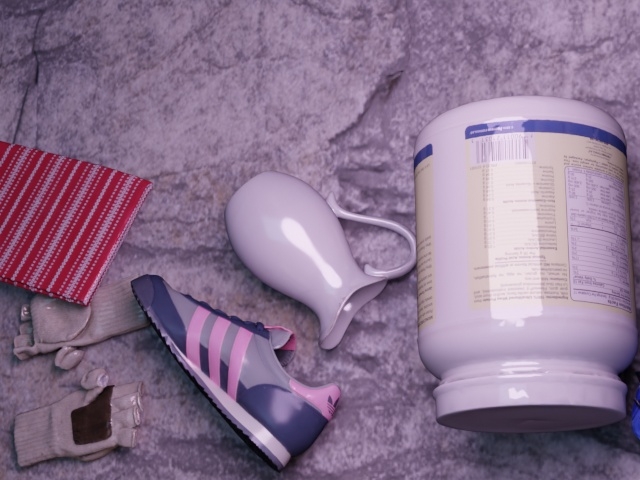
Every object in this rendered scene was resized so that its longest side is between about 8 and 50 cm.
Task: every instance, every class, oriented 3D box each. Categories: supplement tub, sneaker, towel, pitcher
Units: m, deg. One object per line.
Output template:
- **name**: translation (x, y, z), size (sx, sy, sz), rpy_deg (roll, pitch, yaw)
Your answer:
- **supplement tub**: translation (0.218, 0.032, 1.527), size (0.235, 0.235, 0.325), rpy_deg (-7, 73, 23)
- **sneaker**: translation (-0.103, 0.133, 1.736), size (0.131, 0.112, 0.319), rpy_deg (-40, 65, -9)
- **towel**: translation (-0.378, -0.026, 1.919), size (0.274, 0.031, 0.199), rpy_deg (15, 69, 26)
- **pitcher**: translation (0.000, 0.000, 1.715), size (0.177, 0.125, 0.207), rpy_deg (-39, 72, -13)

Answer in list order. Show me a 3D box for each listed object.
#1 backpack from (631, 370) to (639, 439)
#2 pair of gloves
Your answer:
- **backpack**: translation (0.374, 0.164, 1.497), size (0.098, 0.101, 0.120), rpy_deg (12, 84, 34)
- **pair of gloves**: translation (-0.316, 0.166, 1.847), size (0.204, 0.042, 0.240), rpy_deg (-9, 71, 22)
